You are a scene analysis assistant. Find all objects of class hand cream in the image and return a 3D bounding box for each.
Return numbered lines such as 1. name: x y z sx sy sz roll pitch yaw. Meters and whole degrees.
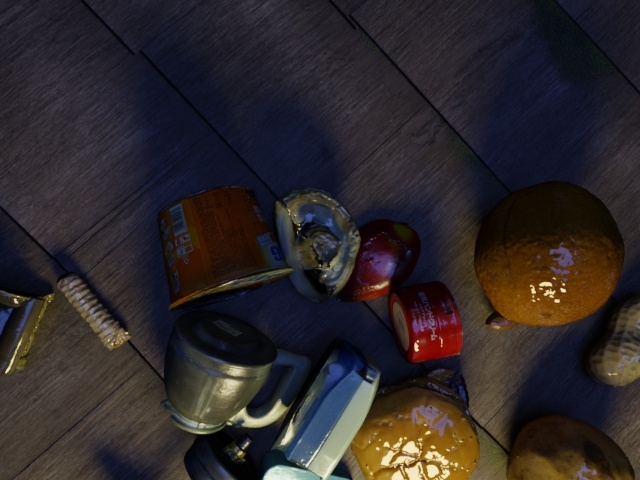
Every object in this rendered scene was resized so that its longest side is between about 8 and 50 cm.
1. hand cream: 0.252 0.200 1.084 0.126 0.193 0.193 -11 87 -7

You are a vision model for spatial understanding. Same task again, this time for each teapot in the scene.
1. teapot: -0.222 0.313 1.041 0.240 0.322 0.239 30 102 37

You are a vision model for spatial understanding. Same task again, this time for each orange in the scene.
1. orange: 0.539 0.024 1.066 0.322 0.322 0.356 27 56 -4

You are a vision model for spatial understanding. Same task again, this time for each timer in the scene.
1. timer: -0.053 0.660 1.070 0.250 0.091 0.231 21 83 -9

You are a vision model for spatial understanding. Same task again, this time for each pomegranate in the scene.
1. pomegranate: 0.593 0.570 1.066 0.281 0.281 0.281 0 86 -7

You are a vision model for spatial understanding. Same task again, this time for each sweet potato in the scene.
1. sweet potato: 0.520 0.188 1.182 0.226 0.068 0.068 -29 90 -21

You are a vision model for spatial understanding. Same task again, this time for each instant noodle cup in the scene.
1. instant noodle cup: -0.227 0.015 1.006 0.297 0.296 0.213 -17 80 -7

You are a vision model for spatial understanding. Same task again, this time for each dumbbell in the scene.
1. dumbbell: -0.295 0.593 0.997 0.185 0.185 0.388 44 83 -2

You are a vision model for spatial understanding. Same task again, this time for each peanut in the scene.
1. peanut: 0.824 0.258 1.173 0.120 0.136 0.298 41 80 -36

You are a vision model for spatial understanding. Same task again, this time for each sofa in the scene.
1. sofa: -0.764 0.174 0.971 0.259 0.182 0.199 21 85 -5

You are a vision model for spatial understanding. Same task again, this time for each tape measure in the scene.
1. tape measure: 0.027 0.364 1.011 0.138 0.262 0.259 34 90 5

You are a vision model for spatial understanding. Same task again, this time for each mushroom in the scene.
1. mushroom: -0.001 0.006 1.078 0.164 0.189 0.267 -24 75 -28

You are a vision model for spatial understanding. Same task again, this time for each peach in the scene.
1. peach: 0.145 0.057 1.144 0.189 0.068 0.279 43 83 0

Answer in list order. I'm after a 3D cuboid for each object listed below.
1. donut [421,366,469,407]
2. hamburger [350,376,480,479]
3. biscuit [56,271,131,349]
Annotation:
1. donut: 0.314 0.395 1.143 0.141 0.059 0.140 0 87 -7
2. hamburger: 0.229 0.482 1.051 0.319 0.158 0.318 1 100 8
3. biscuit: -0.546 0.165 1.061 0.061 0.055 0.219 -38 91 -18
